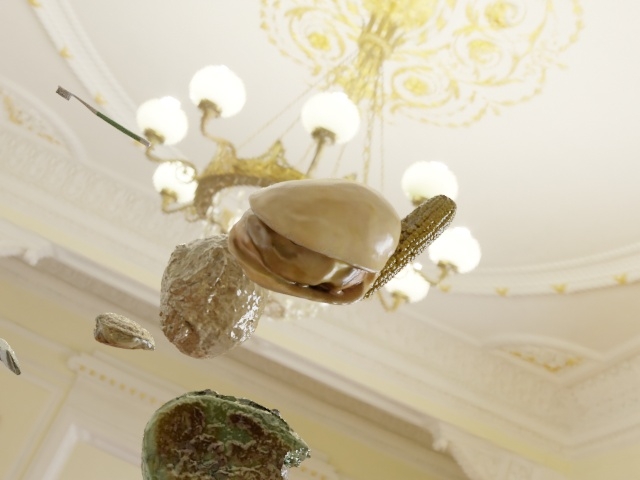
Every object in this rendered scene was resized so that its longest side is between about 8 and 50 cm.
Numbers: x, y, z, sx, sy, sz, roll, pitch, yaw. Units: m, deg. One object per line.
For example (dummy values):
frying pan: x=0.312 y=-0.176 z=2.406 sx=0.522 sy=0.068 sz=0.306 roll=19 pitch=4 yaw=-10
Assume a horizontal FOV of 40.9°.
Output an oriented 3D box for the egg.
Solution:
egg: x=-0.252 y=0.126 z=2.021 sx=0.279 sy=0.310 sz=0.279 roll=7 pitch=-40 yaw=6

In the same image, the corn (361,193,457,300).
corn: x=0.157 y=0.015 z=1.777 sx=0.097 sy=0.320 sz=0.097 roll=47 pitch=-16 yaw=18

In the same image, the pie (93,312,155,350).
pie: x=-0.509 y=0.247 z=2.241 sx=0.163 sy=0.079 sz=0.193 roll=19 pitch=-3 yaw=27

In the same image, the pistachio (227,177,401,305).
pistachio: x=0.000 y=0.000 z=1.445 sx=0.321 sy=0.229 sz=0.238 roll=2 pitch=32 yaw=-46

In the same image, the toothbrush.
toothbrush: x=-0.526 y=-0.299 z=2.087 sx=0.257 sy=0.024 sz=0.018 roll=31 pitch=14 yaw=-17

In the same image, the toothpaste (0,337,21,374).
toothpaste: x=-0.700 y=0.249 z=1.902 sx=0.233 sy=0.038 sz=0.060 roll=7 pitch=-61 yaw=60

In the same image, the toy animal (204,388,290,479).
toy animal: x=-0.158 y=0.455 z=1.779 sx=0.344 sy=0.194 sz=0.303 roll=-18 pitch=-87 yaw=65

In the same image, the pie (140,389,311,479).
pie: x=-0.155 y=0.367 z=1.415 sx=0.302 sy=0.302 sz=0.067 roll=24 pitch=-53 yaw=-1
